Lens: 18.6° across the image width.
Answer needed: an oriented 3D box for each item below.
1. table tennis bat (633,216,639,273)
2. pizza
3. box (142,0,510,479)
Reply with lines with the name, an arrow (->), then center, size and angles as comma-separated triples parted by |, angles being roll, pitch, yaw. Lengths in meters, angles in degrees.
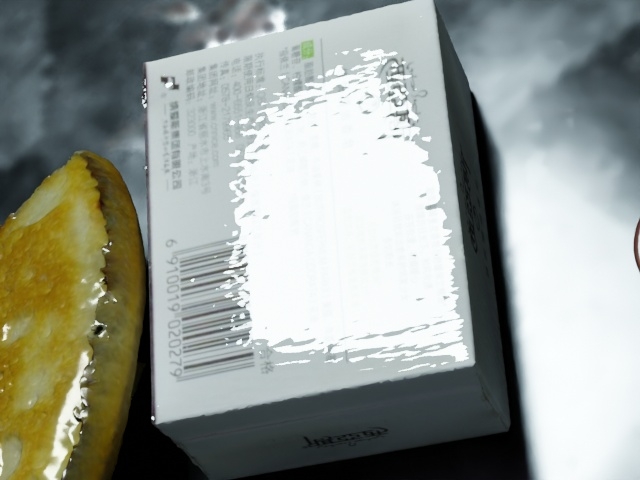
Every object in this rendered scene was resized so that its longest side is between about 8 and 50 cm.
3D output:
table tennis bat -> 0.261, 0.002, 1.153 | 0.155, 0.019, 0.098 | 8, 65, 26
pizza -> -0.187, 0.101, 1.182 | 0.223, 0.089, 0.323 | -29, 40, 29
box -> 0.000, 0.000, 1.187 | 0.194, 0.111, 0.260 | -11, 58, 13
